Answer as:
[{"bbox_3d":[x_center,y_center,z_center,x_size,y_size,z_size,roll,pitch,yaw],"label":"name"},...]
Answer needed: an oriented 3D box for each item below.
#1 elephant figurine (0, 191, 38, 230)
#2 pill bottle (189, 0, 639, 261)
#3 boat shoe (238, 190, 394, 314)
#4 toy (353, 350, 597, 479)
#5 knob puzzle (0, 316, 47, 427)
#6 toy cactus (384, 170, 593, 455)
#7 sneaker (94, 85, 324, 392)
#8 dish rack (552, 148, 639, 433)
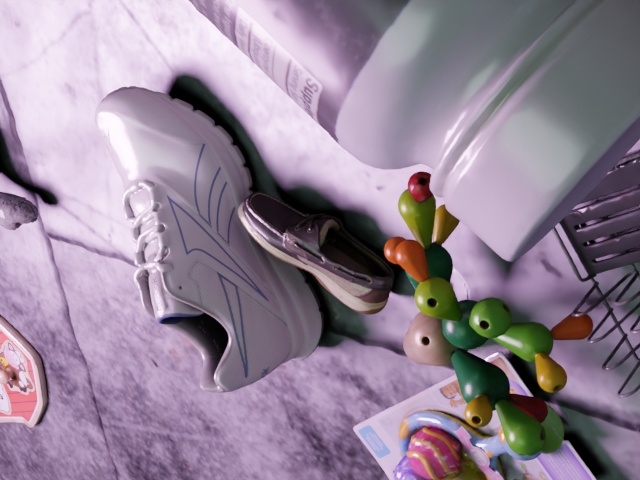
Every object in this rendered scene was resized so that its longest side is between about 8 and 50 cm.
[{"bbox_3d":[-0.442,-0.100,1.291,0.239,0.186,0.169,-11,67,35],"label":"elephant figurine"},{"bbox_3d":[0.034,-0.171,0.665,0.361,0.204,0.204,44,138,11],"label":"pill bottle"},{"bbox_3d":[0.000,0.000,1.003,0.152,0.056,0.049,34,132,7],"label":"boat shoe"},{"bbox_3d":[0.116,0.196,1.026,0.137,0.056,0.237,53,139,2],"label":"toy"},{"bbox_3d":[-0.420,0.162,1.521,0.213,0.030,0.213,23,131,30],"label":"knob puzzle"},{"bbox_3d":[0.110,0.059,0.912,0.219,0.112,0.180,55,162,4],"label":"toy cactus"},{"bbox_3d":[-0.114,-0.001,1.047,0.111,0.129,0.297,-29,95,51],"label":"sneaker"},{"bbox_3d":[0.266,0.065,0.781,0.208,0.074,0.271,-22,101,48],"label":"dish rack"}]
